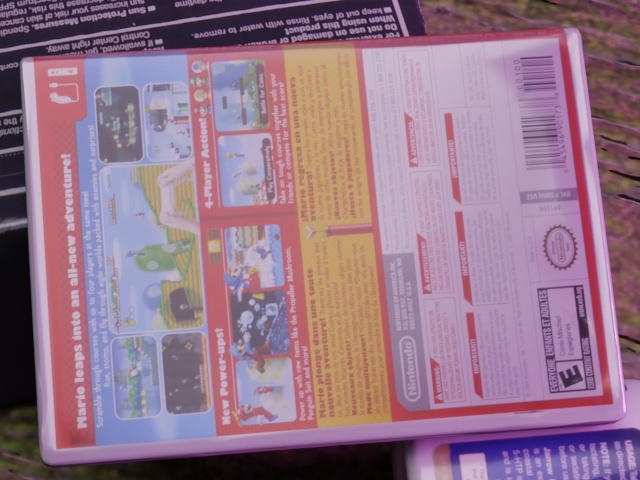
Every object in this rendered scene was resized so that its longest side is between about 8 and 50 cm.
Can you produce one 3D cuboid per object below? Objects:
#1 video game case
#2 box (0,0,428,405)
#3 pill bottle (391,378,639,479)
[{"bbox_3d":[0.000,0.000,0.851,0.285,0.025,0.204,-4,78,-6],"label":"video game case"},{"bbox_3d":[-0.093,-0.085,1.014,0.296,0.183,0.294,-10,54,-7],"label":"box"},{"bbox_3d":[0.135,0.130,0.897,0.186,0.112,0.112,-5,53,-2],"label":"pill bottle"}]
